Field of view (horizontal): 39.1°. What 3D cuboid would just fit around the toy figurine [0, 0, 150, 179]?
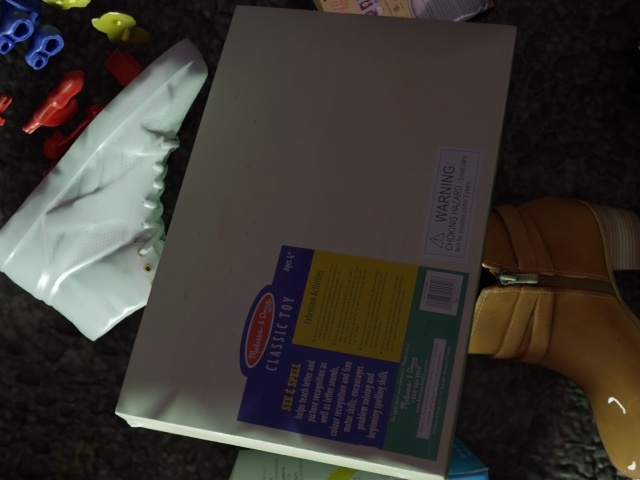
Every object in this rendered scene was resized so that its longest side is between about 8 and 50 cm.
[{"bbox_3d":[-0.347,-0.218,0.789,0.191,0.362,0.217,-49,66,11],"label":"toy figurine"}]

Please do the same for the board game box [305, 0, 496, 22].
[{"bbox_3d":[0.047,-0.303,0.906,0.165,0.042,0.243,-27,92,-1],"label":"board game box"}]

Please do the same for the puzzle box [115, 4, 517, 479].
[{"bbox_3d":[0.008,-0.016,0.783,0.272,0.052,0.408,9,69,13],"label":"puzzle box"}]

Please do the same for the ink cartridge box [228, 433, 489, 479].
[{"bbox_3d":[0.034,0.289,0.851,0.233,0.168,0.171,-4,90,-2],"label":"ink cartridge box"}]

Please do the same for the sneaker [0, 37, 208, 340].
[{"bbox_3d":[-0.170,-0.039,0.878,0.169,0.108,0.292,41,99,-4],"label":"sneaker"}]

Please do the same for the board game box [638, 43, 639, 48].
[{"bbox_3d":[0.450,-0.209,0.770,0.213,0.046,0.317,43,89,-17],"label":"board game box"}]

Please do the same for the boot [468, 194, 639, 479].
[{"bbox_3d":[0.225,0.096,0.845,0.220,0.109,0.283,-2,86,-30],"label":"boot"}]
